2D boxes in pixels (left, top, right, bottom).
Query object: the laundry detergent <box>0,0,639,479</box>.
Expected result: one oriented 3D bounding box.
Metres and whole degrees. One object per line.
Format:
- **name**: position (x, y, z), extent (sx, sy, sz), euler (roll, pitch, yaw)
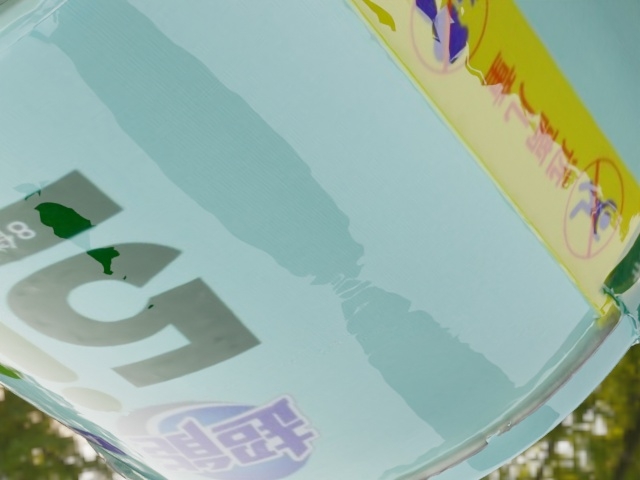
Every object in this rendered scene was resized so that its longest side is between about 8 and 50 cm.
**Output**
- **laundry detergent**: position (-0.032, -0.067, 0.505), extent (0.287, 0.305, 0.287), euler (-19, -129, 24)
